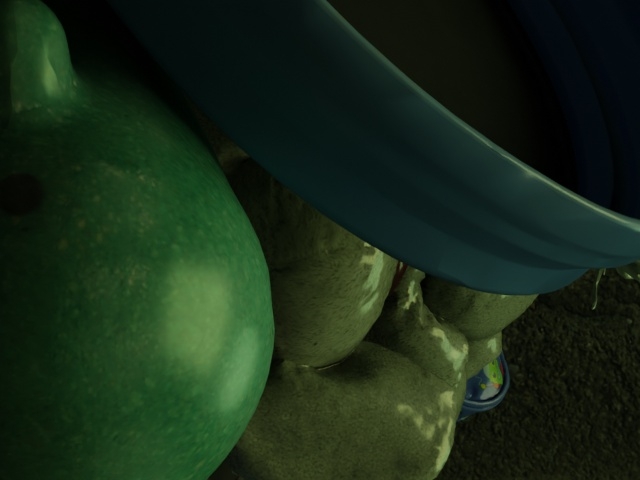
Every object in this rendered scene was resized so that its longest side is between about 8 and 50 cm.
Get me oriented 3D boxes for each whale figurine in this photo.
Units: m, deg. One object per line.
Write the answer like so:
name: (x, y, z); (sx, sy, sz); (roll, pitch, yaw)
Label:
whale figurine: (-0.084, -0.016, 0.724); (0.216, 0.141, 0.272); (87, 5, -52)

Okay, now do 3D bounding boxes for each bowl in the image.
bowl: (0.020, -0.143, 0.829); (0.077, 0.391, 0.391); (-40, -159, 27)

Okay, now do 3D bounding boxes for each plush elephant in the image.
plush elephant: (0.000, 0.000, 1.031); (0.330, 0.255, 0.272); (0, -86, 52)

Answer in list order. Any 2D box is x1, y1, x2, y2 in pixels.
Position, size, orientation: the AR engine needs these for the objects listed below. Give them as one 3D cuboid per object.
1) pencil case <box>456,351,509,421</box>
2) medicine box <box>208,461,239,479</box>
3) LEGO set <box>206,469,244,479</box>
pencil case: (0.065, 0.166, 2.073); (0.306, 0.133, 0.119); (-31, -139, 44)
medicine box: (-0.032, 0.332, 1.647); (0.263, 0.149, 0.289); (-78, 170, -60)
LEGO set: (-0.033, 0.184, 1.276); (0.107, 0.132, 0.287); (-55, 174, -13)
